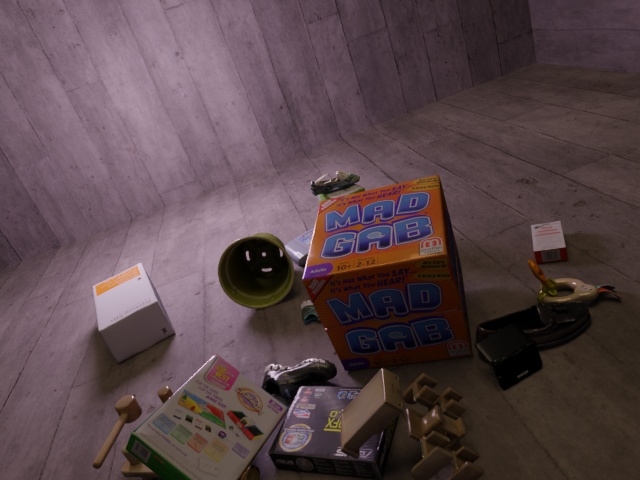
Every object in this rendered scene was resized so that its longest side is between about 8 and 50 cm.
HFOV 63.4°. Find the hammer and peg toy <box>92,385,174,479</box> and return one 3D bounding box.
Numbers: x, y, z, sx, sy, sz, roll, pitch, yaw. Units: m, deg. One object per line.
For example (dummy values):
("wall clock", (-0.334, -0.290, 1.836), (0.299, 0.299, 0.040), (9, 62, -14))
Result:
("hammer and peg toy", (-0.403, 0.511, 1.362), (0.361, 0.127, 0.266), (-10, 29, 20))

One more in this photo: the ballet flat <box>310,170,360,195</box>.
("ballet flat", (0.051, -0.220, 1.905), (0.188, 0.070, 0.070), (-19, 25, -1))

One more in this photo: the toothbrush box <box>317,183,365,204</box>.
("toothbrush box", (0.109, -0.074, 1.978), (0.122, 0.283, 0.206), (-27, 25, -16))

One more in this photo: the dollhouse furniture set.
("dollhouse furniture set", (0.185, 0.404, 1.095), (0.161, 0.242, 0.212), (-54, 14, 24))

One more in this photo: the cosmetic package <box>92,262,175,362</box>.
("cosmetic package", (-0.755, 0.270, 2.064), (0.230, 0.161, 0.453), (-28, 27, -17))

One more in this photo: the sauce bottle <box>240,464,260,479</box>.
("sauce bottle", (-0.168, 0.569, 1.167), (0.042, 0.042, 0.128), (-14, 24, 13))

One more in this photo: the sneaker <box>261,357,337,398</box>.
("sneaker", (-0.065, 0.388, 1.424), (0.234, 0.078, 0.106), (-12, 29, 25))

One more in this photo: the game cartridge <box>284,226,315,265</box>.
("game cartridge", (0.000, 0.000, 2.185), (0.297, 0.062, 0.198), (-28, 30, -17))

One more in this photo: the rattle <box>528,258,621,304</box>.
("rattle", (0.679, 0.100, 1.388), (0.199, 0.143, 0.130), (-9, 5, 38))

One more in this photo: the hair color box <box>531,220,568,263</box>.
("hair color box", (0.723, 0.005, 1.642), (0.093, 0.053, 0.167), (-9, 28, 24))

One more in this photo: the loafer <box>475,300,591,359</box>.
("loafer", (0.537, 0.211, 1.309), (0.302, 0.095, 0.109), (-21, 24, -2))

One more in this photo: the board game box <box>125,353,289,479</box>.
("board game box", (-0.248, 0.436, 1.212), (0.242, 0.064, 0.316), (35, 30, 9))

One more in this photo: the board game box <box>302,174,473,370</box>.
("board game box", (0.197, 0.092, 1.437), (0.356, 0.356, 0.356), (-12, 35, 17))

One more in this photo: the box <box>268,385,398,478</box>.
("box", (0.040, 0.448, 1.239), (0.270, 0.060, 0.216), (-6, 28, 26))

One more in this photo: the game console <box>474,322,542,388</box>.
("game console", (0.452, 0.276, 1.246), (0.122, 0.107, 0.071), (-26, 13, -11))

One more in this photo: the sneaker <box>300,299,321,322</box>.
("sneaker", (0.011, 0.235, 1.711), (0.166, 0.065, 0.076), (-14, 42, 20))

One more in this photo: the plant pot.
("plant pot", (-0.229, 0.086, 1.978), (0.276, 0.276, 0.254), (-17, 13, 5))
